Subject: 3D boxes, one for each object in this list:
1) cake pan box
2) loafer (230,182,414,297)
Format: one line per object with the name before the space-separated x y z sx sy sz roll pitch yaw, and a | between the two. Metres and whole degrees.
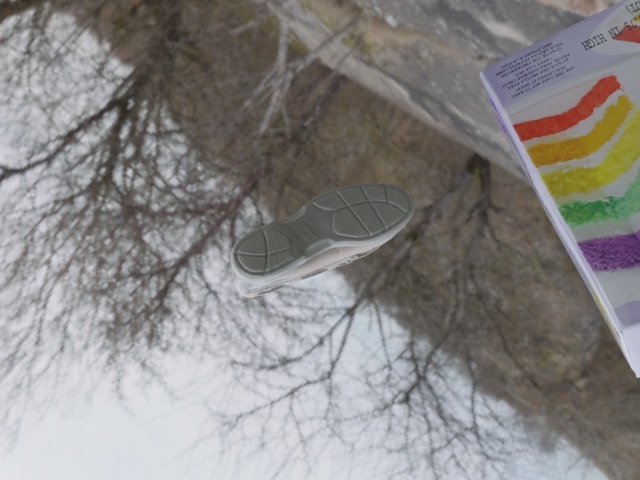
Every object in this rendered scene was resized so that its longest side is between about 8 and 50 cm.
cake pan box | 0.266 -0.072 0.577 0.070 0.266 0.246 54 -164 -50
loafer | 0.000 0.000 0.577 0.045 0.125 0.039 58 158 25
